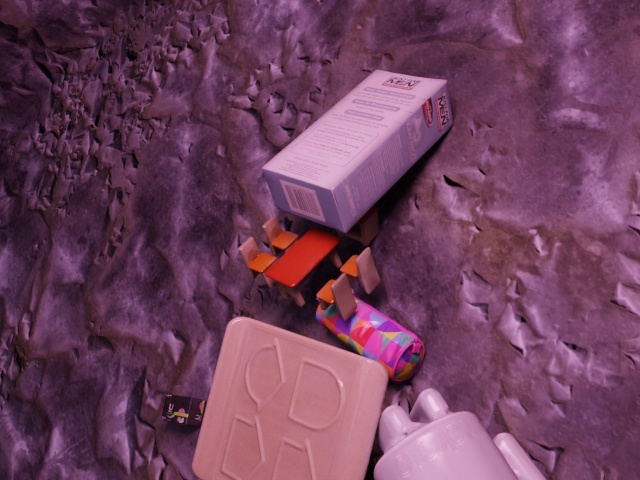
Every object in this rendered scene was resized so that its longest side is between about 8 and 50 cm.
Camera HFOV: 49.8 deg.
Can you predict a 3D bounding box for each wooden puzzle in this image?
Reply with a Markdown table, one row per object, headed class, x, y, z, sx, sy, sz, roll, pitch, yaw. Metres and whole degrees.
| class | x | y | z | sx | sy | sz | roll | pitch | yaw |
| --- | --- | --- | --- | --- | --- | --- | --- | --- | --- |
| wooden puzzle | -0.054 | 0.331 | 1.242 | 0.348 | 0.080 | 0.322 | 13 | 88 | 35 |

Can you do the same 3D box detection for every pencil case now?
| class | x | y | z | sx | sy | sz | roll | pitch | yaw |
| --- | --- | --- | --- | --- | --- | --- | --- | --- | --- |
| pencil case | 0.093 | 0.175 | 1.343 | 0.236 | 0.104 | 0.104 | 35 | 94 | 36 |

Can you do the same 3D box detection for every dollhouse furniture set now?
| class | x | y | z | sx | sy | sz | roll | pitch | yaw |
| --- | --- | --- | --- | --- | --- | --- | --- | --- | --- |
| dollhouse furniture set | 0.000 | 0.000 | 1.380 | 0.262 | 0.135 | 0.259 | 20 | 53 | 38 |

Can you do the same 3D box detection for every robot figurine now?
| class | x | y | z | sx | sy | sz | roll | pitch | yaw |
| --- | --- | --- | --- | --- | --- | --- | --- | --- | --- |
| robot figurine | 0.218 | 0.415 | 1.087 | 0.300 | 0.200 | 0.353 | -22 | 59 | -17 |

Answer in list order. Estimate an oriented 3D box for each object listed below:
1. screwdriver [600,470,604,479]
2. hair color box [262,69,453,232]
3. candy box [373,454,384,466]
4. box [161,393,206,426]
| class | x | y | z | sx | sy | sz | roll | pitch | yaw |
| --- | --- | --- | --- | --- | --- | --- | --- | --- | --- |
| screwdriver | 0.428 | 0.443 | 1.061 | 0.024 | 0.025 | 0.170 | -1 | 63 | 35 |
| hair color box | 0.083 | -0.190 | 1.371 | 0.185 | 0.113 | 0.374 | 21 | 54 | 38 |
| candy box | 0.169 | 0.470 | 1.218 | 0.105 | 0.027 | 0.206 | -26 | 58 | 19 |
| box | -0.311 | 0.386 | 1.568 | 0.083 | 0.052 | 0.062 | -2 | 72 | 36 |
